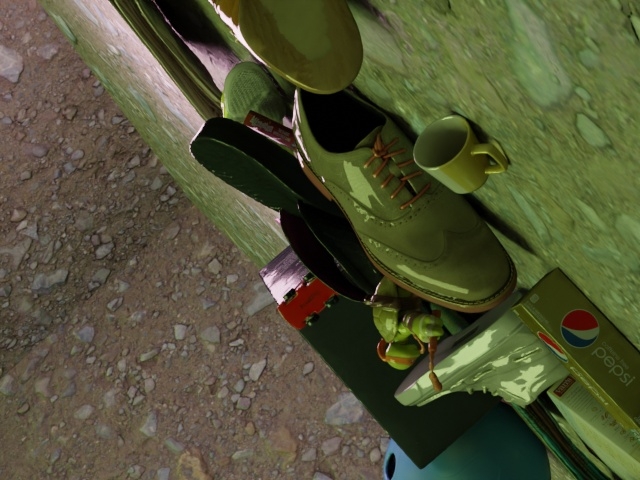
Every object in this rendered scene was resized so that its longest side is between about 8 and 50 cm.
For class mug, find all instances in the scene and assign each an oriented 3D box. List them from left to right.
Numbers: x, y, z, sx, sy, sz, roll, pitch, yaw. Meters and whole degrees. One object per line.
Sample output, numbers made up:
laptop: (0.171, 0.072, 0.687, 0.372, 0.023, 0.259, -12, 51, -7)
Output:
mug: (0.135, -0.074, 1.233, 0.064, 0.062, 0.078, 43, -176, -40)

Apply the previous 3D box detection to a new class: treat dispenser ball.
treat dispenser ball: (0.251, 0.406, 2.217, 0.288, 0.288, 0.288, 46, 173, 8)

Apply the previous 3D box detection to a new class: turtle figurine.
turtle figurine: (0.096, 0.063, 1.567, 0.269, 0.087, 0.217, -154, 65, -86)

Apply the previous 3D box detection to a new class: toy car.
toy car: (0.068, 0.033, 1.866, 0.224, 0.239, 0.053, 15, -162, 5)

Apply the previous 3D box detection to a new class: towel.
towel: (-0.262, -0.335, 1.963, 0.317, 0.053, 0.332, 52, -178, -38)
towel: (0.276, 0.210, 1.852, 0.271, 0.040, 0.370, 50, -179, -13)

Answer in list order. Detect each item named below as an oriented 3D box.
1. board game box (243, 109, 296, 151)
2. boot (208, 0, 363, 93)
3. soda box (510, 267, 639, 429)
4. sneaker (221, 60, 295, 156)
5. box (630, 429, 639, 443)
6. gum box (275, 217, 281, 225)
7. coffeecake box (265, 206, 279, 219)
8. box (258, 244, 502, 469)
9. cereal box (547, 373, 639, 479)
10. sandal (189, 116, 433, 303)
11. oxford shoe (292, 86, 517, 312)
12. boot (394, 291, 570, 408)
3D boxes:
board game box: (0.008, -0.109, 1.709, 0.145, 0.027, 0.281, 28, -178, -28)
boot: (-0.034, -0.221, 1.317, 0.295, 0.104, 0.211, 49, 180, 25)
soda box: (0.287, 0.116, 1.366, 0.181, 0.058, 0.061, 46, 172, 5)
sneaker: (-0.098, -0.178, 1.886, 0.126, 0.091, 0.240, -112, 7, -49)
box: (0.392, 0.222, 1.401, 0.105, 0.043, 0.179, 49, 174, -12)
gum box: (0.000, 0.000, 2.379, 0.107, 0.062, 0.188, 52, 171, -32)
coffeecake box: (-0.074, -0.093, 2.283, 0.185, 0.068, 0.142, 41, 171, 39)
box: (0.087, 0.152, 2.111, 0.343, 0.179, 0.312, 49, 178, -15)
cereal box: (0.401, 0.276, 1.602, 0.240, 0.047, 0.173, 40, 172, 47)
sandal: (0.010, -0.003, 1.733, 0.445, 0.107, 0.167, 31, 160, -6)
oxford shoe: (0.077, -0.055, 1.430, 0.348, 0.123, 0.130, 42, 166, 29)
boot: (0.207, 0.172, 1.604, 0.123, 0.095, 0.258, 44, 136, -4)
